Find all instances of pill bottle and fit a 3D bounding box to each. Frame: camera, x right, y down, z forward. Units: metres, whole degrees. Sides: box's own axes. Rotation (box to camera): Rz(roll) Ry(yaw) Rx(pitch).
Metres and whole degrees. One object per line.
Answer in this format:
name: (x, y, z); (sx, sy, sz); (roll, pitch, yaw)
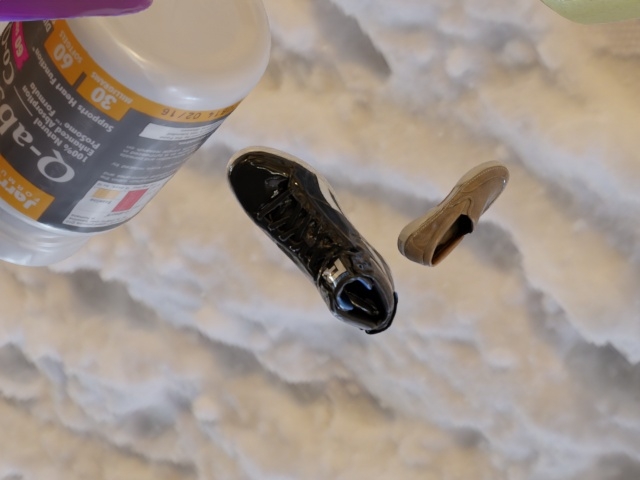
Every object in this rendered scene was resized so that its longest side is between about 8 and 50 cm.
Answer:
pill bottle: (-0.170, -0.100, 0.941); (0.162, 0.162, 0.278); (53, 134, 5)

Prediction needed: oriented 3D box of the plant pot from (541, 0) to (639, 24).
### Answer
plant pot: (0.106, -0.129, 0.430); (0.095, 0.134, 0.134); (-39, 85, 32)

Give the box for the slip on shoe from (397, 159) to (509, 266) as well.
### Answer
slip on shoe: (0.133, -0.023, 1.188); (0.041, 0.135, 0.051); (34, 151, 42)

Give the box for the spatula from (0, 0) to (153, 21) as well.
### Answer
spatula: (-0.182, -0.058, 0.390); (0.084, 0.296, 0.030); (39, 140, 29)

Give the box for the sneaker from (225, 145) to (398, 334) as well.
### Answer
sneaker: (0.000, 0.000, 1.212); (0.217, 0.079, 0.121); (43, -171, -17)
